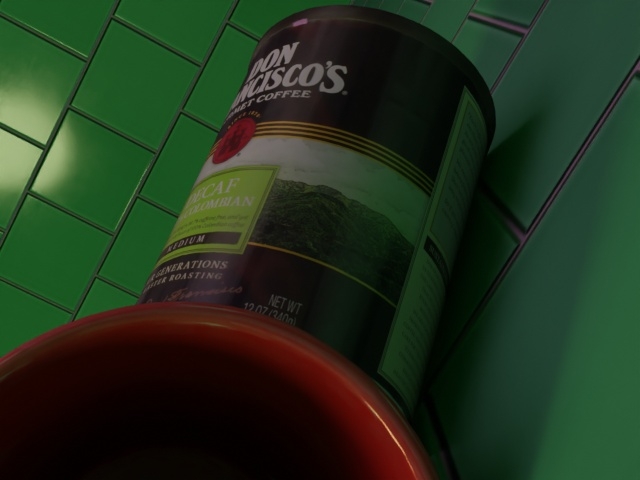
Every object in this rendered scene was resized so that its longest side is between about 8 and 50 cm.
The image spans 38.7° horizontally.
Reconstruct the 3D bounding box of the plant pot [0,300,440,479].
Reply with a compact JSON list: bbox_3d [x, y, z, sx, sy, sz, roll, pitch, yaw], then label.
[{"bbox_3d":[-0.088,0.191,0.501,0.243,0.275,0.275,121,173,-70],"label":"plant pot"}]

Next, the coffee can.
[{"bbox_3d":[0.000,0.000,0.653,0.201,0.201,0.275,-46,20,56],"label":"coffee can"}]
